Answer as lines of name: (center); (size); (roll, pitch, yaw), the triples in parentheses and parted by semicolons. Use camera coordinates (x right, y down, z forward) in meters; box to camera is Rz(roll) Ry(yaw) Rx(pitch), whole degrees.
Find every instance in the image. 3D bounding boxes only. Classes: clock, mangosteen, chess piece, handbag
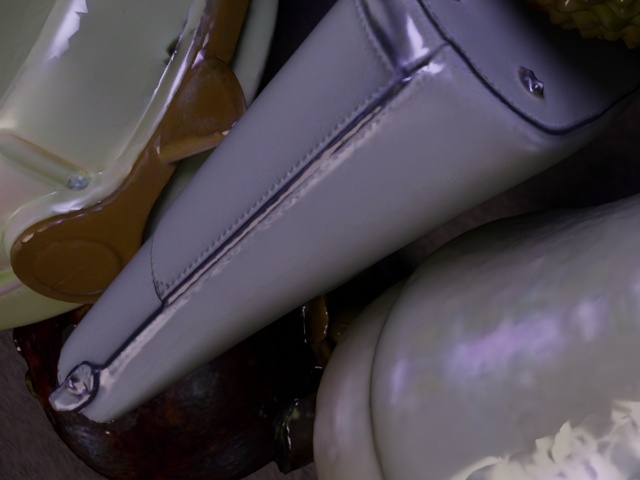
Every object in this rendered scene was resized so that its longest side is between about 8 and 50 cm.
clock: (-0.148, -0.102, 0.708); (0.117, 0.286, 0.348); (28, 156, -36)
mangosteen: (-0.052, 0.042, 0.831); (0.289, 0.231, 0.231); (-6, 127, 5)
chess piece: (0.188, 0.030, 0.491); (0.234, 0.234, 0.442); (49, 144, 3)
handbag: (0.000, 0.000, 0.607); (0.109, 0.241, 0.315); (49, 121, 10)

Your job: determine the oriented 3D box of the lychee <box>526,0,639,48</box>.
lychee: (0.123, -0.139, 0.446); (0.171, 0.171, 0.171); (31, 142, 28)
